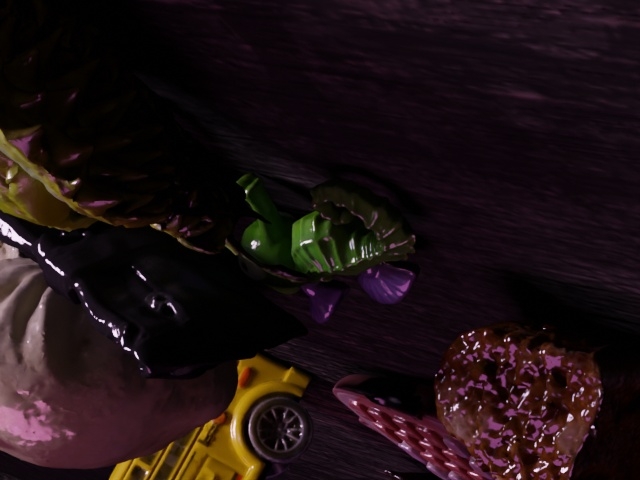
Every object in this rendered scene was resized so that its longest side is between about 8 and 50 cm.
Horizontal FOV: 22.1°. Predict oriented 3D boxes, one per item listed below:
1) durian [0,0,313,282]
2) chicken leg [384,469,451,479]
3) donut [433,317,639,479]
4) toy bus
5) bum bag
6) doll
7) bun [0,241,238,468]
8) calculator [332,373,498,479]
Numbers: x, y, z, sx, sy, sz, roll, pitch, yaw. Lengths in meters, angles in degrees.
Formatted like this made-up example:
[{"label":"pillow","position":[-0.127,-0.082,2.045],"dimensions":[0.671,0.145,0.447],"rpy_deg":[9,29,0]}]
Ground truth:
[{"label":"durian","position":[-0.148,-0.067,0.894],"dimensions":[0.132,0.106,0.375],"rpy_deg":[-3,141,47]},{"label":"chicken leg","position":[0.172,0.282,1.577],"dimensions":[0.234,0.063,0.105],"rpy_deg":[31,158,-10]},{"label":"donut","position":[0.157,0.112,1.023],"dimensions":[0.126,0.144,0.186],"rpy_deg":[23,-166,31]},{"label":"toy bus","position":[-0.132,0.250,1.455],"dimensions":[0.152,0.330,0.144],"rpy_deg":[29,163,-1]},{"label":"bum bag","position":[-0.129,0.013,1.069],"dimensions":[0.137,0.074,0.310],"rpy_deg":[2,-156,-41]},{"label":"doll","position":[0.000,0.000,1.010],"dimensions":[0.115,0.050,0.190],"rpy_deg":[40,155,-21]},{"label":"bun","position":[-0.174,0.059,1.207],"dimensions":[0.259,0.160,0.259],"rpy_deg":[17,-161,-6]},{"label":"calculator","position":[0.152,0.178,1.329],"dimensions":[0.330,0.048,0.220],"rpy_deg":[12,160,44]}]
